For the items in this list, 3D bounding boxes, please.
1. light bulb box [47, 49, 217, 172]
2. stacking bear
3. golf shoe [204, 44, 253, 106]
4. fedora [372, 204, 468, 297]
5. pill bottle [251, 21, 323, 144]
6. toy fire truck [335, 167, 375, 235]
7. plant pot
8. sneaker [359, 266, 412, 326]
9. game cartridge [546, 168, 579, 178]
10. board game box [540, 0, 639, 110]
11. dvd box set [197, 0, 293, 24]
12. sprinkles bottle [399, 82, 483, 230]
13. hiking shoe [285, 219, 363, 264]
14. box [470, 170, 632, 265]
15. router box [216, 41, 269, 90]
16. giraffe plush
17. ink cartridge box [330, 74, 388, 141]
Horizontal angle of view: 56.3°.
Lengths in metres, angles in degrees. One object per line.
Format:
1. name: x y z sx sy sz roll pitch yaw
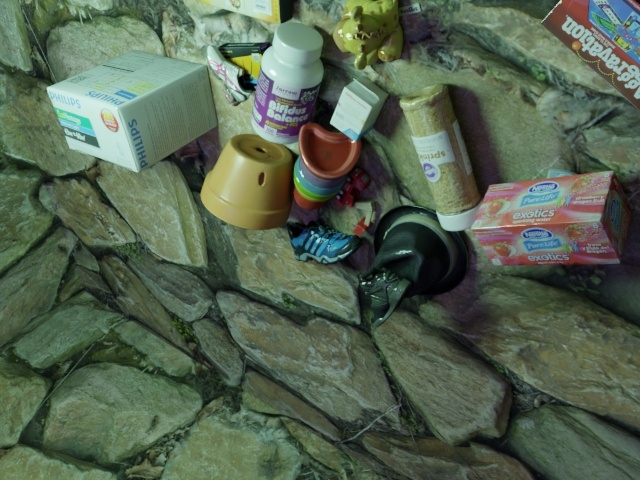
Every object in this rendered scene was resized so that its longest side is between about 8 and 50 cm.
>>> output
1. light bulb box: -0.593 -0.427 1.924 0.358 0.361 0.225 20 134 30
2. stacking bear: -0.007 -0.186 1.748 0.175 0.164 0.289 12 156 -9
3. golf shoe: -0.264 -0.490 1.738 0.086 0.067 0.186 -26 104 24
4. fedora: 0.257 0.064 1.727 0.334 0.152 0.334 25 137 25
5. pill bottle: -0.086 -0.420 1.613 0.169 0.169 0.301 36 141 14
6. toy fire truck: 0.115 -0.114 1.789 0.135 0.047 0.192 40 141 8
7. plant pot: -0.209 -0.198 1.860 0.291 0.291 0.203 32 122 18
8. sneaker: 0.168 0.154 1.705 0.130 0.087 0.227 37 146 15
9. game cartridge: 0.564 -0.135 1.379 0.083 0.017 0.056 22 132 28
10. board game box: 0.576 -0.382 1.145 0.281 0.027 0.145 43 143 5
11. dvd box set: -0.256 -0.765 1.559 0.420 0.062 0.308 24 136 27
12. sprinkles bottle: 0.306 -0.201 1.478 0.121 0.121 0.355 -1 121 43
13. hiking shoe: 0.000 0.000 1.942 0.304 0.113 0.132 -5 120 45
14. box: 0.523 -0.045 1.364 0.300 0.154 0.142 -3 137 45
15. router box: -0.213 -0.508 1.753 0.179 0.046 0.133 12 130 37
16. giraffe plush: 0.106 -0.478 1.382 0.210 0.170 0.181 -17 110 49
17. ink cartridge box: 0.104 -0.350 1.560 0.092 0.090 0.143 39 140 10
